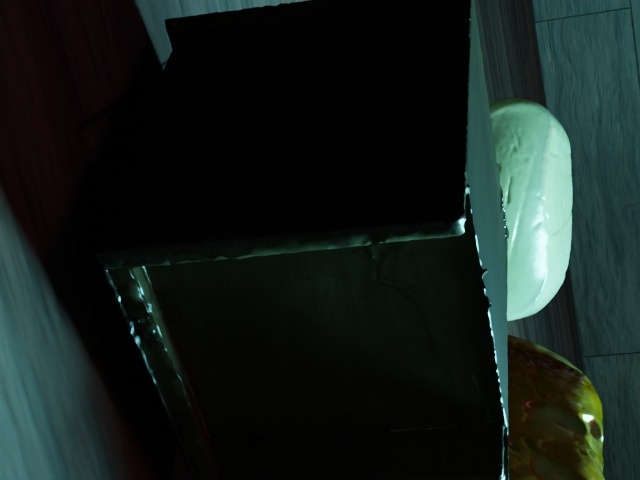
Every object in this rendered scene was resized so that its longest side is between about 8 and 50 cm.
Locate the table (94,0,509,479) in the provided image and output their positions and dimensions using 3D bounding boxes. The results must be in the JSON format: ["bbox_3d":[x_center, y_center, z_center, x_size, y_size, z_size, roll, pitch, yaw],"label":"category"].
[{"bbox_3d":[0.000,0.000,0.600,0.193,0.173,0.169,-81,161,-49],"label":"table"}]

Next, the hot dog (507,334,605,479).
[{"bbox_3d":[0.059,0.216,0.668,0.405,0.185,0.223,-62,159,-66],"label":"hot dog"}]

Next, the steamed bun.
[{"bbox_3d":[0.203,-0.035,1.381,0.200,0.155,0.250,-12,102,-71],"label":"steamed bun"}]
